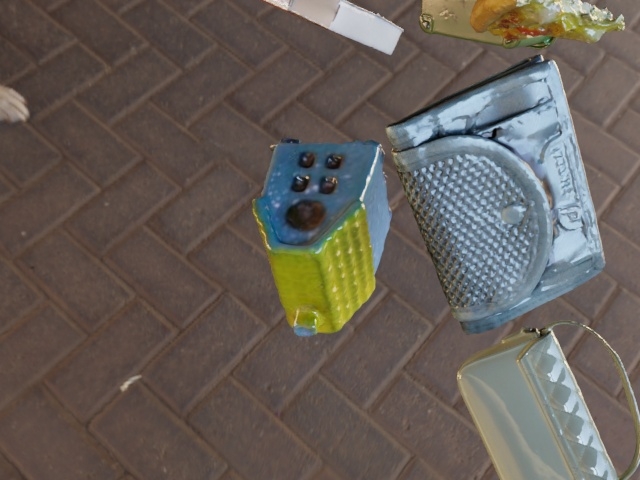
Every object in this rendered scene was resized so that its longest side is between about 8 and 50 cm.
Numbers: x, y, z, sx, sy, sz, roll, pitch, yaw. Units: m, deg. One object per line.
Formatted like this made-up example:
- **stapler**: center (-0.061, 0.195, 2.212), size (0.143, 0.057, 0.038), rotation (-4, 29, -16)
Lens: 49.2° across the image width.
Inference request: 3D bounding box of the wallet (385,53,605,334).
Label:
- **wallet**: center (0.249, -0.045, 0.948), size (0.237, 0.342, 0.075), rotation (-24, 24, 0)

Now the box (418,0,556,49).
- **box**: center (0.394, -0.586, 1.657), size (0.328, 0.253, 0.177), rotation (24, 39, 38)

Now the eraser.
- **eraser**: center (-0.034, -0.281, 0.801), size (0.230, 0.038, 0.157), rotation (32, 18, 25)

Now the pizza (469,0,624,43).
- **pizza**: center (0.431, -0.416, 1.315), size (0.287, 0.280, 0.075), rotation (10, 96, 6)

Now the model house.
- **model house**: center (0.000, 0.000, 1.213), size (0.215, 0.237, 0.303), rotation (2, 49, 13)

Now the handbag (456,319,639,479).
- **handbag**: center (0.329, 0.243, 0.982), size (0.219, 0.079, 0.256), rotation (-24, 84, 12)
